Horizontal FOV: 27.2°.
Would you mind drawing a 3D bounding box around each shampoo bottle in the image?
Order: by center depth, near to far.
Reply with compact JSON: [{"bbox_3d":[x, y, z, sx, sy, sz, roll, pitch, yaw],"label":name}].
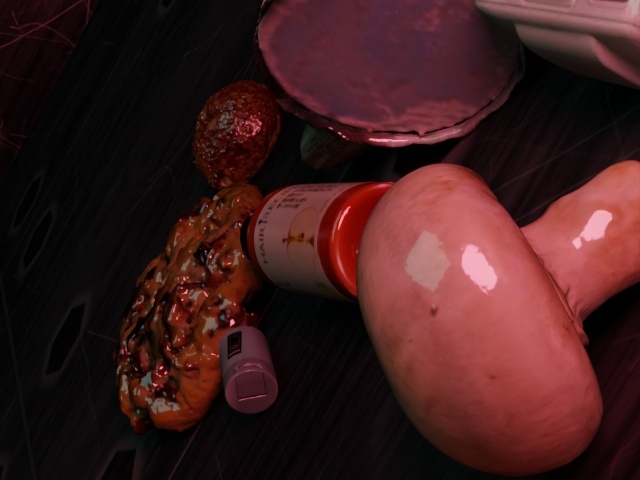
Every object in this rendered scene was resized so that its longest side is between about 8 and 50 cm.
[{"bbox_3d":[0.000,0.000,1.202,0.278,0.104,0.104,3,68,66],"label":"shampoo bottle"}]

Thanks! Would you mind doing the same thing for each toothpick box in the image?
[{"bbox_3d":[-0.071,0.125,1.286,0.052,0.052,0.083,-56,22,18],"label":"toothpick box"}]

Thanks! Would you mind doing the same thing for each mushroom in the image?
[{"bbox_3d":[0.123,0.047,0.826,0.206,0.209,0.206,177,90,-74],"label":"mushroom"}]

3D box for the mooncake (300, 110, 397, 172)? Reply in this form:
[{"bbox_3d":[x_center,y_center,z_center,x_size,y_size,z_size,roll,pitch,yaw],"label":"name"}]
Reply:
[{"bbox_3d":[0.036,-0.134,1.312,0.125,0.073,0.130,-36,32,51],"label":"mooncake"}]

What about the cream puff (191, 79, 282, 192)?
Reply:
[{"bbox_3d":[-0.109,-0.131,1.612,0.149,0.084,0.149,-50,24,32],"label":"cream puff"}]

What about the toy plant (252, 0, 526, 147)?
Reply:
[{"bbox_3d":[0.070,-0.278,1.188,0.247,0.247,0.332,-39,34,45],"label":"toy plant"}]

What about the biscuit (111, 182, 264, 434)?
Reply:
[{"bbox_3d":[-0.156,0.072,1.499,0.289,0.081,0.334,-55,22,16],"label":"biscuit"}]

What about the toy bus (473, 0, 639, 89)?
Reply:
[{"bbox_3d":[0.212,-0.195,0.923,0.164,0.133,0.271,-66,24,5],"label":"toy bus"}]
